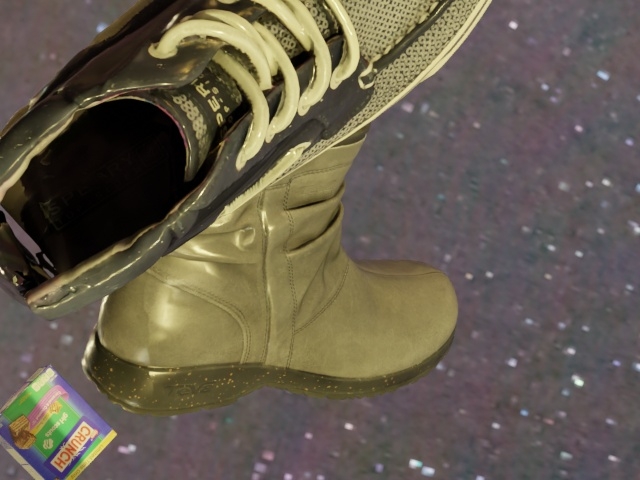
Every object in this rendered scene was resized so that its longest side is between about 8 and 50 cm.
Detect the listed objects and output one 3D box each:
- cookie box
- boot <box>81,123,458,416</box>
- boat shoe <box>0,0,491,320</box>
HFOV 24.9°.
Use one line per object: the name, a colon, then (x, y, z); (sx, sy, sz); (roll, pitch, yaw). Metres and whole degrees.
cookie box: (-0.288, 0.202, 1.550); (0.092, 0.107, 0.040); (-48, -166, -24)
boot: (0.000, 0.000, 1.037); (0.118, 0.338, 0.222); (40, -56, 36)
boat shoe: (-0.028, -0.081, 0.694); (0.340, 0.127, 0.158); (-41, -170, 0)
